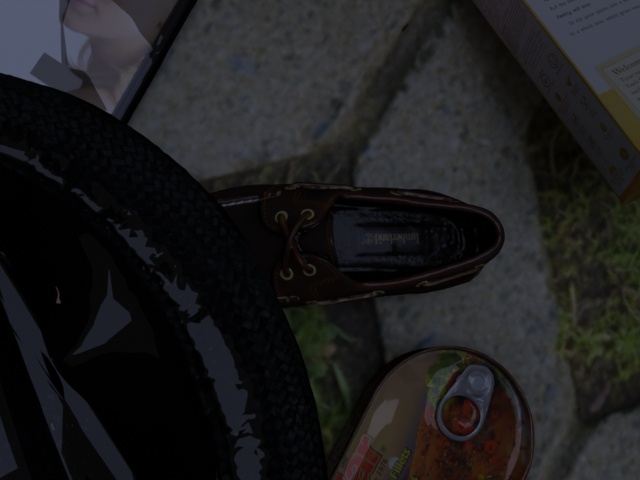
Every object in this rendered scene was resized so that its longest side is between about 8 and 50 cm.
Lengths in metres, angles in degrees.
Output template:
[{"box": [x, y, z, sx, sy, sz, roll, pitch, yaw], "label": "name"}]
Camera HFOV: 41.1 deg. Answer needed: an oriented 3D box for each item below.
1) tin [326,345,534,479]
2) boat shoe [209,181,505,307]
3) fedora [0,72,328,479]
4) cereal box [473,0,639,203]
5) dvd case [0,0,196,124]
[{"box": [0.050, 0.151, 0.495, 0.106, 0.040, 0.190, 32, 78, -12], "label": "tin"}, {"box": [0.000, 0.000, 0.481, 0.206, 0.073, 0.073, -6, 87, -12], "label": "boat shoe"}, {"box": [-0.156, 0.105, 0.347, 0.333, 0.152, 0.334, 1, 84, -12], "label": "fedora"}, {"box": [0.185, -0.155, 0.511, 0.173, 0.047, 0.240, -22, 67, -15], "label": "cereal box"}, {"box": [-0.141, -0.202, 0.493, 0.180, 0.022, 0.253, 29, 78, -9], "label": "dvd case"}]
